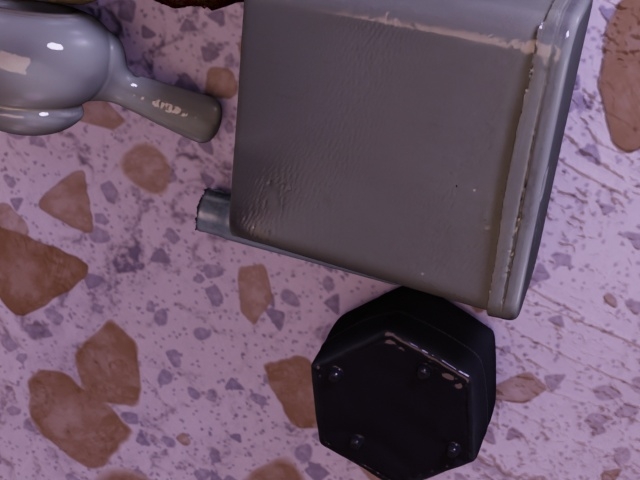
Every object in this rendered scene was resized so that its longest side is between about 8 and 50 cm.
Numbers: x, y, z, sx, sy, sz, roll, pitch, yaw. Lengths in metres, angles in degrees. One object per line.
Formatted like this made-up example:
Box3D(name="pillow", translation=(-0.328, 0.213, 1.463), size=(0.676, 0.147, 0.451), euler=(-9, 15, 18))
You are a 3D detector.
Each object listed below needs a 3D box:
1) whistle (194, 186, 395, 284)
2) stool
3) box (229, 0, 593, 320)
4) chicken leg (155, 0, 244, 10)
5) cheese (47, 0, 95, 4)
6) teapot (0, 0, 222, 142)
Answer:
Box3D(name="whistle", translation=(0.000, 0.000, 1.563), size=(0.312, 0.062, 0.062), euler=(15, 120, 11))
Box3D(name="stool", translation=(0.104, 0.181, 1.573), size=(0.232, 0.141, 0.232), euler=(8, 119, 15))
Box3D(name="box", translation=(0.091, -0.128, 1.405), size=(0.344, 0.177, 0.352), euler=(15, 120, 15))
Box3D(name="chicken leg", translation=(-0.155, -0.308, 1.406), size=(0.063, 0.234, 0.105), euler=(3, 91, 61))
Box3D(name="cheese", translation=(-0.309, -0.380, 1.444), size=(0.214, 0.117, 0.226), euler=(28, 126, 11))
Box3D(name="teapot", translation=(-0.286, -0.190, 1.480), size=(0.318, 0.220, 0.149), euler=(13, 108, 13))
